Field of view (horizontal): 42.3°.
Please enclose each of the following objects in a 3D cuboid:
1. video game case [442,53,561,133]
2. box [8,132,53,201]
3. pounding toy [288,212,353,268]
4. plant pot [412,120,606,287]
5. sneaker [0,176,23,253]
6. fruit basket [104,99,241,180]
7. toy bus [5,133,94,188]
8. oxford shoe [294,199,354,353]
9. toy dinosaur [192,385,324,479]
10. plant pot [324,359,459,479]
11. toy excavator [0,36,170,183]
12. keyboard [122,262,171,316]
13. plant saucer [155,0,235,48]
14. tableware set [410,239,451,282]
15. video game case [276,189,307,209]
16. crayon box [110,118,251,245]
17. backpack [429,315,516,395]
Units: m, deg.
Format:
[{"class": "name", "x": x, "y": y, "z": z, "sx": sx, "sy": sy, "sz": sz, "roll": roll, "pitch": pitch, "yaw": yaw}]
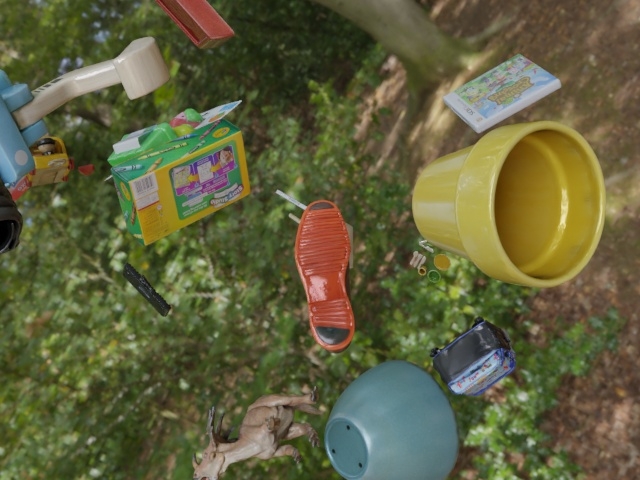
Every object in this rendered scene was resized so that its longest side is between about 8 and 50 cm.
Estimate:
[{"class": "video game case", "x": 0.408, "y": -0.339, "z": 1.886, "sx": 0.212, "sy": 0.023, "sz": 0.193, "roll": -29, "pitch": 34, "yaw": 1}, {"class": "box", "x": -0.838, "y": -0.210, "z": 2.222, "sx": 0.257, "sy": 0.128, "sz": 0.122, "roll": -45, "pitch": -23, "yaw": 1}, {"class": "pounding toy", "x": 0.000, "y": 0.000, "z": 2.046, "sx": 0.130, "sy": 0.100, "sz": 0.141, "roll": -13, "pitch": 67, "yaw": 33}, {"class": "plant pot", "x": 0.284, "y": -0.060, "z": 1.335, "sx": 0.239, "sy": 0.254, "sz": 0.254, "roll": 7, "pitch": 68, "yaw": 58}, {"class": "sneaker", "x": -0.448, "y": -0.033, "z": 1.058, "sx": 0.105, "sy": 0.147, "sz": 0.296, "roll": -20, "pitch": -7, "yaw": -23}, {"class": "fruit basket", "x": -0.441, "y": -0.303, "z": 2.420, "sx": 0.327, "sy": 0.165, "sz": 0.353, "roll": -6, "pitch": 37, "yaw": 45}, {"class": "toy bus", "x": -0.639, "y": -0.194, "z": 1.921, "sx": 0.202, "sy": 0.104, "sz": 0.191, "roll": -17, "pitch": -6, "yaw": 18}, {"class": "oxford shoe", "x": 0.008, "y": 0.065, "z": 1.447, "sx": 0.098, "sy": 0.097, "sz": 0.271, "roll": 81, "pitch": -174, "yaw": -72}, {"class": "toy dinosaur", "x": -0.119, "y": 0.364, "z": 1.644, "sx": 0.296, "sy": 0.200, "sz": 0.127, "roll": -29, "pitch": -70, "yaw": -54}, {"class": "plant pot", "x": 0.123, "y": 0.421, "z": 1.780, "sx": 0.195, "sy": 0.290, "sz": 0.290, "roll": -10, "pitch": -38, "yaw": -42}, {"class": "toy excavator", "x": -0.554, "y": -0.238, "z": 1.508, "sx": 0.433, "sy": 0.222, "sz": 0.445, "roll": -1, "pitch": 34, "yaw": 34}, {"class": "keyboard", "x": -0.491, "y": 0.136, "z": 2.343, "sx": 0.023, "sy": 0.180, "sz": 0.108, "roll": -44, "pitch": -3, "yaw": -28}, {"class": "plant saucer", "x": -0.318, "y": -0.538, "z": 1.885, "sx": 0.048, "sy": 0.258, "sz": 0.259, "roll": -46, "pitch": 16, "yaw": -7}, {"class": "tableware set", "x": 0.303, "y": 0.038, "z": 2.199, "sx": 0.024, "sy": 0.104, "sz": 0.154, "roll": -41, "pitch": -20, "yaw": -55}, {"class": "video game case", "x": -0.041, "y": -0.081, "z": 1.984, "sx": 0.011, "sy": 0.122, "sz": 0.087, "roll": -60, "pitch": -34, "yaw": 1}, {"class": "crayon box", "x": -0.288, "y": -0.126, "z": 1.754, "sx": 0.278, "sy": 0.081, "sz": 0.165, "roll": -29, "pitch": -46, "yaw": -27}, {"class": "backpack", "x": 0.339, "y": 0.252, "z": 1.745, "sx": 0.158, "sy": 0.117, "sz": 0.173, "roll": -39, "pitch": -30, "yaw": 18}]
